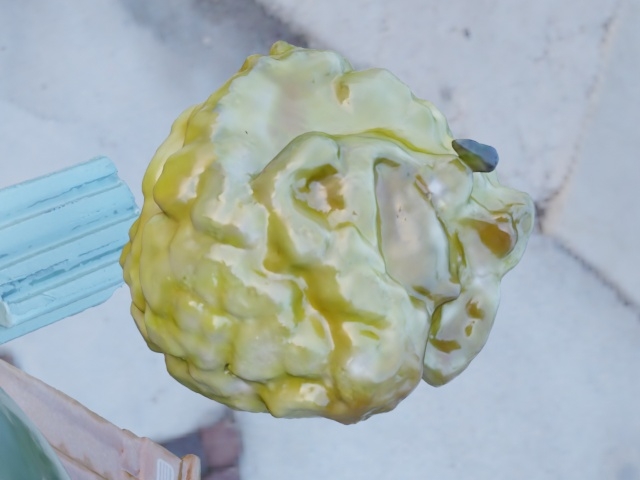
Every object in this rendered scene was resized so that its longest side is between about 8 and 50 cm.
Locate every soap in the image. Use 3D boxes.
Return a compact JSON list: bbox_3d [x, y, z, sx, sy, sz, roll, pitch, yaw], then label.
[{"bbox_3d":[-0.227,0.007,1.547,0.198,0.063,0.114,-23,78,-51],"label":"soap"}]

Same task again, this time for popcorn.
[{"bbox_3d":[0.000,0.000,0.843,0.180,0.170,0.180,15,65,-34],"label":"popcorn"}]

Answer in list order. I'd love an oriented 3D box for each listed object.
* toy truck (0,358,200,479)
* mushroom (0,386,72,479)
[{"bbox_3d":[-0.264,0.218,1.046,0.207,0.387,0.173,40,34,-38],"label":"toy truck"},{"bbox_3d":[-0.204,0.187,0.663,0.352,0.260,0.352,50,31,-46],"label":"mushroom"}]
